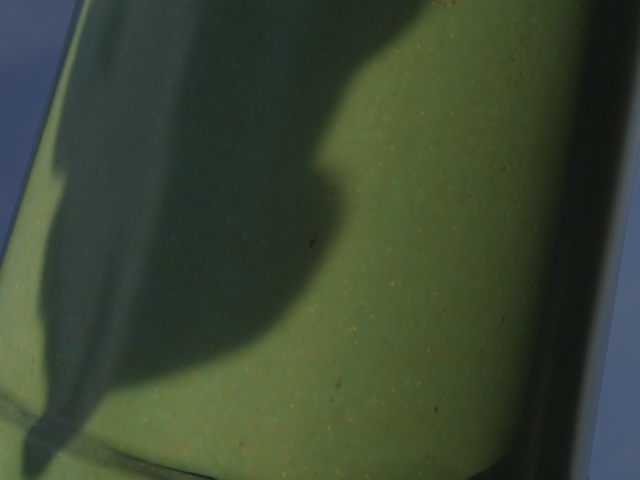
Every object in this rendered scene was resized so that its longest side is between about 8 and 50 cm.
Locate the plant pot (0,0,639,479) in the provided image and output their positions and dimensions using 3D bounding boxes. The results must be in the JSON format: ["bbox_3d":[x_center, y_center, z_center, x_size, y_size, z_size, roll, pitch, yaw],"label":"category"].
[{"bbox_3d":[0.000,0.000,0.571,0.341,0.341,0.334,9,-84,-38],"label":"plant pot"}]
